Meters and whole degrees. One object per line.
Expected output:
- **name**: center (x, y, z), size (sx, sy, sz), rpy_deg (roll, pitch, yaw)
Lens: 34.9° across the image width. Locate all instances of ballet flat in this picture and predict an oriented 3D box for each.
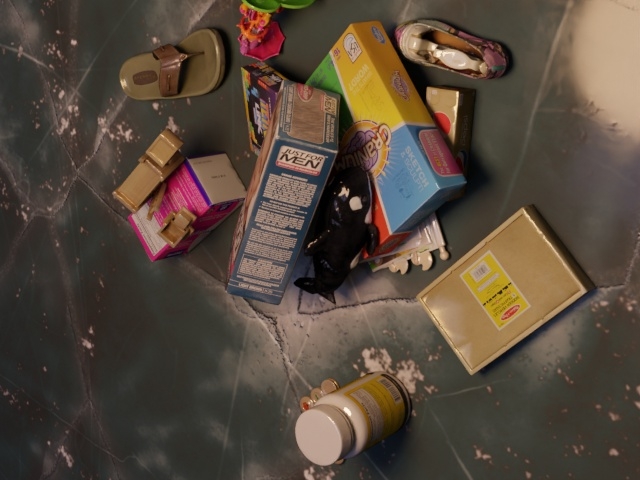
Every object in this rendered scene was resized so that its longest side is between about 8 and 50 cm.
- **ballet flat**: center (0.192, -0.306, 1.626), size (0.221, 0.079, 0.077), rpy_deg (24, 115, 32)

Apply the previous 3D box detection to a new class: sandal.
- **sandal**: center (-0.298, -0.329, 1.990), size (0.302, 0.086, 0.120), rpy_deg (-11, 94, 38)

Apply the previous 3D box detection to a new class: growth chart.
- **growth chart**: center (0.111, -0.023, 1.790), size (0.237, 0.021, 0.172), rpy_deg (-8, 96, 38)

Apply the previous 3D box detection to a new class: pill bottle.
- **pill bottle**: center (0.057, 0.312, 1.788), size (0.119, 0.208, 0.119), rpy_deg (9, 106, 36)

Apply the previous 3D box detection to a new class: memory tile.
- **memory tile**: center (0.026, 0.346, 1.945), size (0.113, 0.012, 0.148), rpy_deg (-41, 75, 36)

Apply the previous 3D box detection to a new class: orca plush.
- **orca plush**: center (0.000, 0.000, 1.721), size (0.151, 0.102, 0.287), rpy_deg (59, 144, 22)

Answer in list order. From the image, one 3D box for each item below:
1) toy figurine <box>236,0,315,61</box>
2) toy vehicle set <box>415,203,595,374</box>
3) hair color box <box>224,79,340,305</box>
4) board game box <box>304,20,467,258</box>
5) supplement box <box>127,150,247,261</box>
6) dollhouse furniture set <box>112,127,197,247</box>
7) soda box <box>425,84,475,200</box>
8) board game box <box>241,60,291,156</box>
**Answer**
- **toy figurine**: center (-0.101, -0.383, 1.797), size (0.130, 0.173, 0.159), rpy_deg (33, 134, 8)
- **toy vehicle set**: center (0.295, 0.084, 1.664), size (0.267, 0.035, 0.166), rpy_deg (-43, 74, 36)
- **hair color box**: center (-0.067, -0.076, 1.716), size (0.105, 0.174, 0.347), rpy_deg (14, 129, -10)
- **board game box**: center (0.086, -0.164, 1.694), size (0.242, 0.064, 0.317), rpy_deg (-46, 64, 49)
- **supplement box**: center (-0.263, -0.066, 2.008), size (0.220, 0.111, 0.114), rpy_deg (-38, 77, 37)
- **dollhouse furniture set**: center (-0.260, -0.108, 1.889), size (0.161, 0.101, 0.182), rpy_deg (43, 125, -6)
- **soda box**: center (0.205, -0.159, 1.663), size (0.061, 0.058, 0.181), rpy_deg (15, 108, 34)
- **board game box**: center (-0.084, -0.215, 1.818), size (0.141, 0.048, 0.170), rpy_deg (43, 146, 50)
